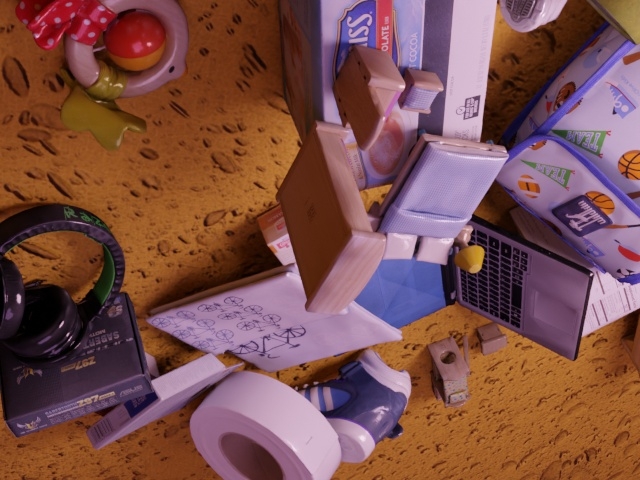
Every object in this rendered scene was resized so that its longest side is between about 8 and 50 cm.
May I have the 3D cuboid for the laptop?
[{"bbox_3d":[0.228,0.136,1.804,0.236,0.407,0.382,-56,158,-18],"label":"laptop"}]

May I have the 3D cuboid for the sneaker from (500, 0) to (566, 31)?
[{"bbox_3d":[0.335,-0.408,1.444,0.115,0.090,0.232,-17,140,-45],"label":"sneaker"}]

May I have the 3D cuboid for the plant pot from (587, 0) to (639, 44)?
[{"bbox_3d":[0.471,-0.403,1.322,0.293,0.275,0.274,-46,135,15],"label":"plant pot"}]

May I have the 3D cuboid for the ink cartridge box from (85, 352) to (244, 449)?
[{"bbox_3d":[-0.281,0.282,1.865,0.223,0.045,0.224,-38,168,35],"label":"ink cartridge box"}]

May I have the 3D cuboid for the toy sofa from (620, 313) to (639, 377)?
[{"bbox_3d":[0.757,0.161,2.167,0.150,0.177,0.363,-17,138,-7],"label":"toy sofa"}]

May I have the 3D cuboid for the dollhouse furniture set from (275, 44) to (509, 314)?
[{"bbox_3d":[0.140,-0.047,1.283,0.303,0.198,0.286,7,134,-26],"label":"dollhouse furniture set"}]

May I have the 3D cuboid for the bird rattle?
[{"bbox_3d":[-0.273,-0.260,1.321,0.206,0.143,0.254,-22,128,-18],"label":"bird rattle"}]

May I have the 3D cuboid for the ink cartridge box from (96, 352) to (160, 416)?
[{"bbox_3d":[-0.370,0.246,1.839,0.135,0.056,0.099,-33,140,12],"label":"ink cartridge box"}]

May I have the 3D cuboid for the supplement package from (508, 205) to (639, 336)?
[{"bbox_3d":[0.520,0.004,1.869,0.262,0.199,0.198,-28,139,6],"label":"supplement package"}]

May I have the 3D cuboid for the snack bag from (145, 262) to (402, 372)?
[{"bbox_3d":[-0.076,0.153,1.801,0.323,0.037,0.342,-19,146,29],"label":"snack bag"}]

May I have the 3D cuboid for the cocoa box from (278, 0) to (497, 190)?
[{"bbox_3d":[0.075,-0.268,1.347,0.227,0.231,0.347,-13,139,-10],"label":"cocoa box"}]

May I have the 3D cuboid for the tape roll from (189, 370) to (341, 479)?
[{"bbox_3d":[-0.104,0.381,1.942,0.100,0.286,0.286,-50,157,-39],"label":"tape roll"}]

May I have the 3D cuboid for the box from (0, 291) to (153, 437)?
[{"bbox_3d":[-0.403,0.199,1.676,0.232,0.183,0.059,-18,140,-4],"label":"box"}]

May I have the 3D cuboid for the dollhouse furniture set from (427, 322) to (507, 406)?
[{"bbox_3d":[0.322,0.282,2.157,0.160,0.101,0.182,-19,140,-4],"label":"dollhouse furniture set"}]

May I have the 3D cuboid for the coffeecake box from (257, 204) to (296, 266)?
[{"bbox_3d":[0.000,0.000,1.730,0.142,0.068,0.185,-29,139,5],"label":"coffeecake box"}]

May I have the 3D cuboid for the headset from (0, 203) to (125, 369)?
[{"bbox_3d":[-0.486,0.097,1.599,0.394,0.185,0.243,-47,139,5],"label":"headset"}]

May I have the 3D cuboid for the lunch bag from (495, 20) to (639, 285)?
[{"bbox_3d":[0.488,-0.142,1.594,0.328,0.239,0.385,39,121,-7],"label":"lunch bag"}]

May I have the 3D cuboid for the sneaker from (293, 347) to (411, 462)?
[{"bbox_3d":[0.029,0.314,2.044,0.322,0.236,0.130,1,127,41],"label":"sneaker"}]
